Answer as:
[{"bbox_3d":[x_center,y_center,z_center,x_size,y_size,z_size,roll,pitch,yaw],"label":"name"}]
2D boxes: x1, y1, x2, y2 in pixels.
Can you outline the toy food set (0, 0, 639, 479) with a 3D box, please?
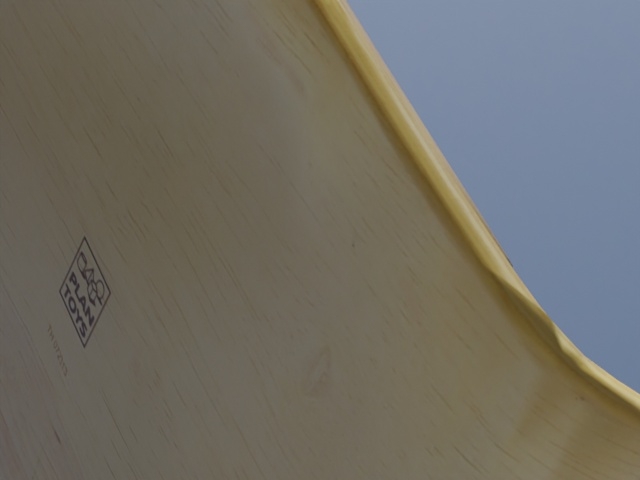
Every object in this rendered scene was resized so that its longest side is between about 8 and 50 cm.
[{"bbox_3d":[-0.018,0.010,0.473,0.092,0.219,0.306,-2,-133,-35],"label":"toy food set"}]
